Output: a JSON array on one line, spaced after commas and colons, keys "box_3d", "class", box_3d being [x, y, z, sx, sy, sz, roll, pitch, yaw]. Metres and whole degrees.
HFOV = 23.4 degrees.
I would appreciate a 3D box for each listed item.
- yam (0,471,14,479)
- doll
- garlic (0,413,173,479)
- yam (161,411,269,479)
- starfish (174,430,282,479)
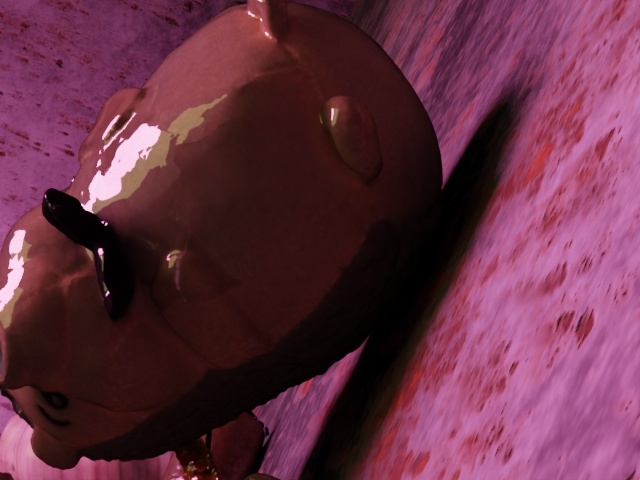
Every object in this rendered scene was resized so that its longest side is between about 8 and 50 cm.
[{"box_3d": [-0.285, 0.354, 1.514, 0.106, 0.259, 0.106, -31, -5, -3], "class": "yam"}, {"box_3d": [-0.084, 0.006, 1.006, 0.349, 0.247, 0.247, -44, 14, 25], "class": "doll"}, {"box_3d": [-0.200, 0.271, 1.604, 0.245, 0.245, 0.253, 131, 131, -73], "class": "garlic"}, {"box_3d": [-0.101, 0.209, 1.364, 0.084, 0.084, 0.127, -59, 5, 50], "class": "yam"}, {"box_3d": [-0.105, 0.251, 1.044, 0.303, 0.113, 0.312, -71, 5, -46], "class": "starfish"}]
